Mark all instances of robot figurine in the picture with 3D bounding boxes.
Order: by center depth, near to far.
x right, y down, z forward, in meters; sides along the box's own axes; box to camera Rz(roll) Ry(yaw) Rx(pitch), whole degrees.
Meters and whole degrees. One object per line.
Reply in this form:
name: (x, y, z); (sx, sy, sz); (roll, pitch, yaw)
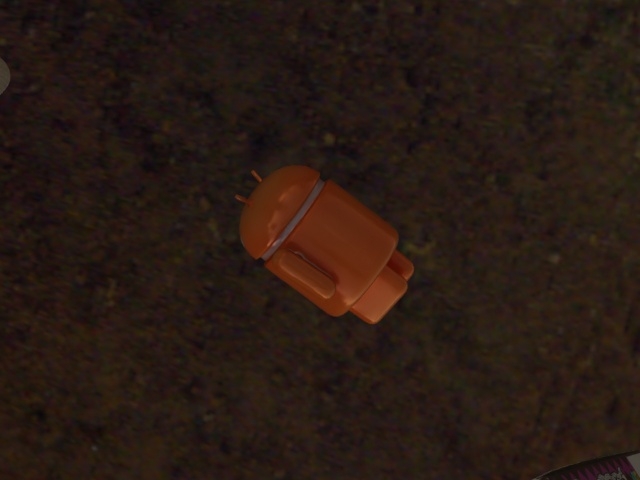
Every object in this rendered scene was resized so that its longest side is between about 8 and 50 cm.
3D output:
robot figurine: (0.000, -0.001, 1.608); (0.219, 0.128, 0.158); (37, 68, -6)

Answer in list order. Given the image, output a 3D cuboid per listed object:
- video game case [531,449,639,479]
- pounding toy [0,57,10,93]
video game case: (0.094, 0.214, 0.889); (0.232, 0.042, 0.210); (-39, 160, 21)
pounding toy: (-0.485, -0.230, 1.657); (0.154, 0.155, 0.269); (-42, 115, -12)
